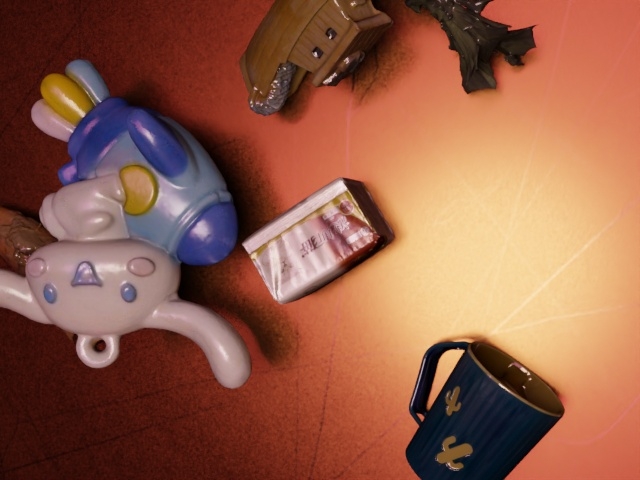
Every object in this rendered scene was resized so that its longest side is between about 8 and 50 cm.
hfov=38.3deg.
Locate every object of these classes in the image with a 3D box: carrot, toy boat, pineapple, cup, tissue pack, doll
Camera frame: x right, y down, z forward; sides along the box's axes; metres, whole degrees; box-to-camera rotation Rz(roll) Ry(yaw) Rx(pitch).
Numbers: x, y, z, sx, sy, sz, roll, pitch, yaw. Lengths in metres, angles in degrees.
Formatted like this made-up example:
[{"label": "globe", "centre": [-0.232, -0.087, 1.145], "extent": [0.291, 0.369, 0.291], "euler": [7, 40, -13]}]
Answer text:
[{"label": "carrot", "centre": [-0.376, 0.032, 1.245], "extent": [0.263, 0.102, 0.102], "euler": [41, 101, 15]}, {"label": "toy boat", "centre": [0.012, -0.255, 1.060], "extent": [0.121, 0.089, 0.321], "euler": [55, 136, 9]}, {"label": "pineapple", "centre": [0.124, -0.293, 1.087], "extent": [0.277, 0.119, 0.130], "euler": [48, 146, 14]}, {"label": "cup", "centre": [0.173, 0.206, 1.083], "extent": [0.176, 0.131, 0.155], "euler": [43, 107, 41]}, {"label": "tissue pack", "centre": [0.001, 0.001, 1.128], "extent": [0.148, 0.106, 0.099], "euler": [-33, 82, 14]}, {"label": "doll", "centre": [-0.238, -0.027, 1.112], "extent": [0.376, 0.187, 0.365], "euler": [15, 83, -18]}]
